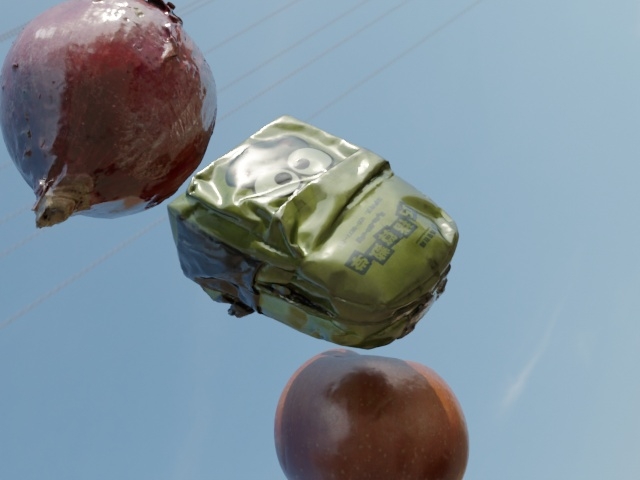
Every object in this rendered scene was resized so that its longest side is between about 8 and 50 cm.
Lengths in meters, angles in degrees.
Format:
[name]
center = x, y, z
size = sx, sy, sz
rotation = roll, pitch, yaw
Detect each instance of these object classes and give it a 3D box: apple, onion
[apple]
center = 0.051, 0.191, 0.819
size = 0.201, 0.201, 0.162
rotation = 26, -120, -50
[onion]
center = -0.155, -0.077, 0.563
size = 0.160, 0.159, 0.195
rotation = 65, -159, -43

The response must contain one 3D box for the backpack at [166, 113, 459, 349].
[backpack]
center = 0.000, 0.000, 0.745
size = 0.207, 0.253, 0.140
rotation = -44, -30, -35
